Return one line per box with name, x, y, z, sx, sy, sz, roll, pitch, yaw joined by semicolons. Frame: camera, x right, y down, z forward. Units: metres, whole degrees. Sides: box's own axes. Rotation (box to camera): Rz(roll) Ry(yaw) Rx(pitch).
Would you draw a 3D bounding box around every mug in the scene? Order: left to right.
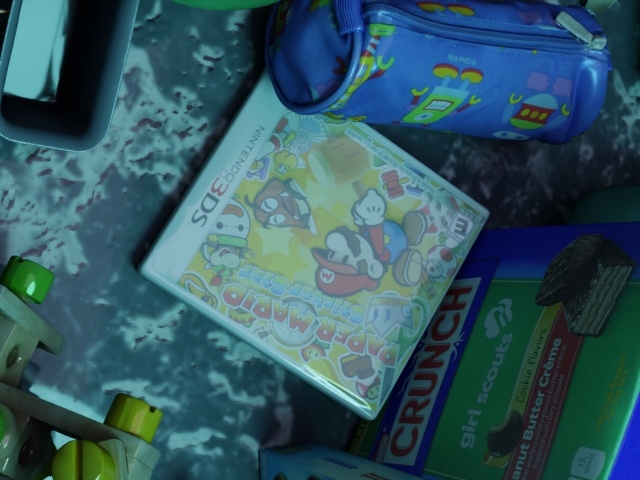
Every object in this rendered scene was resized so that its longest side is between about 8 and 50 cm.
mug;0.284;0.023;1.137;0.158;0.097;0.129;58;47;-35

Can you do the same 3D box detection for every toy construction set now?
toy construction set;-0.173;0.150;0.850;0.309;0.257;0.237;42;58;-44

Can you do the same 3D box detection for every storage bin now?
storage bin;-0.196;-0.141;0.869;0.098;0.091;0.135;8;103;-29

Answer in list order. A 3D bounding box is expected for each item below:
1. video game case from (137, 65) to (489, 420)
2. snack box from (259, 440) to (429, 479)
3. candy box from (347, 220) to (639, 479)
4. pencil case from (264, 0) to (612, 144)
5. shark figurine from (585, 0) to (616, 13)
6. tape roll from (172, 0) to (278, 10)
video game case;0.000;0.000;1.003;0.227;0.026;0.206;34;75;-12
snack box;0.024;0.331;0.957;0.060;0.187;0.322;-4;93;-28
candy box;0.173;0.126;0.960;0.122;0.317;0.268;30;75;-23
pencil case;0.109;-0.149;1.013;0.306;0.133;0.119;2;68;-34
shark figurine;0.204;-0.304;1.114;0.278;0.166;0.116;9;60;-11
tape roll;-0.074;-0.321;0.838;0.321;0.077;0.321;9;76;-39
